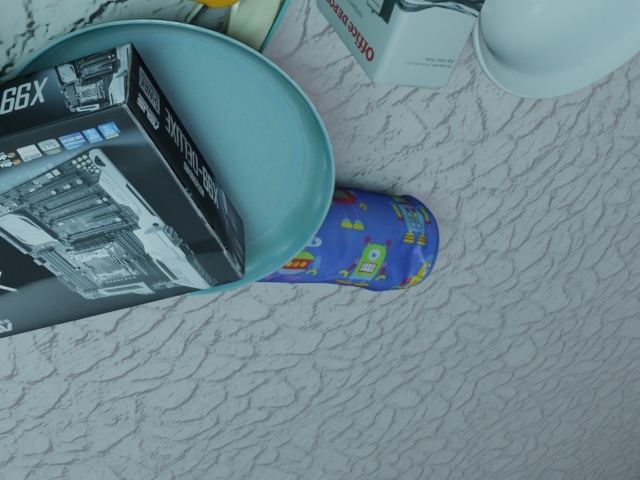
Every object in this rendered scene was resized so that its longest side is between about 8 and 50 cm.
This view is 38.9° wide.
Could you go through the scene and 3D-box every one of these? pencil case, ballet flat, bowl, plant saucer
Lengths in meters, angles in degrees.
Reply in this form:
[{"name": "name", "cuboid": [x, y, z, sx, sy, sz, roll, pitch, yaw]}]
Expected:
[{"name": "pencil case", "cuboid": [0.000, 0.000, 1.073, 0.306, 0.119, 0.133, 3, 113, -39]}, {"name": "ballet flat", "cuboid": [-0.097, -0.173, 0.859, 0.086, 0.086, 0.248, 0, 130, -37]}, {"name": "bowl", "cuboid": [0.246, -0.303, 0.919, 0.297, 0.134, 0.298, -20, 141, -17]}, {"name": "plant saucer", "cuboid": [-0.145, -0.074, 0.856, 0.317, 0.044, 0.318, 0, 132, 0]}]

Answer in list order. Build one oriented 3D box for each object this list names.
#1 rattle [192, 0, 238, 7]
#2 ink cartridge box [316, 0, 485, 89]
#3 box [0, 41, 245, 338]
[{"name": "rattle", "cuboid": [-0.150, -0.221, 0.647, 0.130, 0.143, 0.199, -42, 176, 1]}, {"name": "ink cartridge box", "cuboid": [0.087, -0.264, 0.823, 0.086, 0.153, 0.208, -2, 132, -28]}, {"name": "box", "cuboid": [-0.251, -0.023, 0.795, 0.307, 0.077, 0.242, -13, 141, 11]}]
